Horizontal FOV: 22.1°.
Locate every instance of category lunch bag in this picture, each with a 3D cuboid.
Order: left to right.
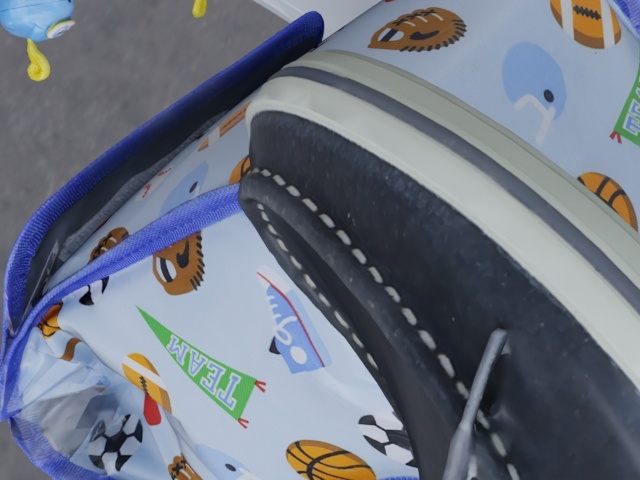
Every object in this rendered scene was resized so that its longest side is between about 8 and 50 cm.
[{"bbox_3d":[0.000,0.000,0.993,0.239,0.328,0.385,54,143,-9],"label":"lunch bag"}]

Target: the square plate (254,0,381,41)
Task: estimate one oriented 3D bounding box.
[{"bbox_3d":[0.040,-0.238,1.109,0.344,0.049,0.347,31,144,-13],"label":"square plate"}]

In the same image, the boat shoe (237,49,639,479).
[{"bbox_3d":[0.092,0.142,0.476,0.156,0.500,0.187,-32,155,-4],"label":"boat shoe"}]

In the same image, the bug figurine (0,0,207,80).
[{"bbox_3d":[-0.113,-0.205,0.820,0.072,0.279,0.216,-7,104,23],"label":"bug figurine"}]
